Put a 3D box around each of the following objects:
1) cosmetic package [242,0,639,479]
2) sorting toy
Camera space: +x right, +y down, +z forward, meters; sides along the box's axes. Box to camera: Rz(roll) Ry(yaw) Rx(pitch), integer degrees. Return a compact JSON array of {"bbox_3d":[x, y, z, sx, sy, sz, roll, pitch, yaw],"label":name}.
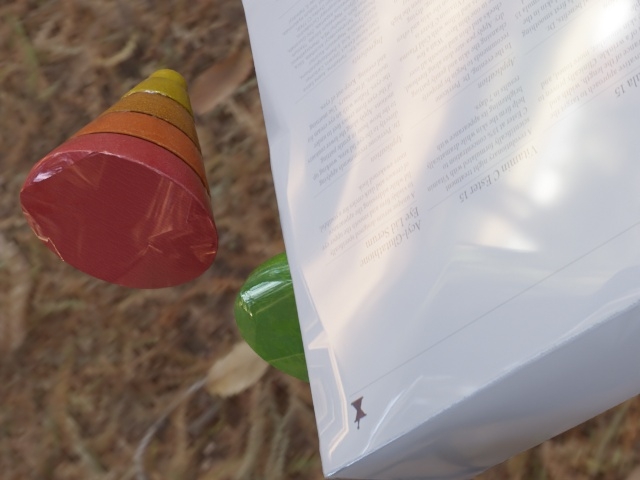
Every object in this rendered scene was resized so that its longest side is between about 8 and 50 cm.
[{"bbox_3d":[0.119,-0.084,0.854,0.377,0.097,0.284,-35,55,45],"label":"cosmetic package"},{"bbox_3d":[0.000,0.000,1.187,0.365,0.126,0.127,27,141,-16],"label":"sorting toy"}]
